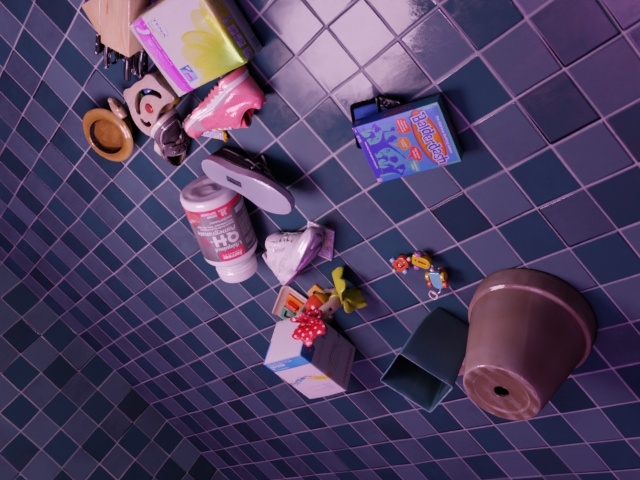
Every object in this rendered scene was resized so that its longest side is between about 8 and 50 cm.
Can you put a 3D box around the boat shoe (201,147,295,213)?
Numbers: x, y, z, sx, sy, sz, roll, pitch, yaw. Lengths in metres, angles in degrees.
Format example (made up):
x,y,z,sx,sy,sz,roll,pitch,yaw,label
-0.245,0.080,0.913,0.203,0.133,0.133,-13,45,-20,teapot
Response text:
x,y,z,sx,sy,sz,roll,pitch,yaw,label
-0.184,-0.175,1.906,0.307,0.105,0.113,24,143,26,boat shoe

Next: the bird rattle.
x,y,z,sx,sy,sz,roll,pitch,yaw,label
0.007,0.210,2.037,0.143,0.253,0.207,49,163,-12,bird rattle

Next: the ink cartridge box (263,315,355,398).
x,y,z,sx,sy,sz,roll,pitch,yaw,label
-0.030,0.376,2.206,0.168,0.171,0.233,-22,127,38,ink cartridge box

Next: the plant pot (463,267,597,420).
x,y,z,sx,sy,sz,roll,pitch,yaw,label
0.491,0.276,1.692,0.323,0.280,0.323,20,136,21,plant pot

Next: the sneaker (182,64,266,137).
x,y,z,sx,sy,sz,roll,pitch,yaw,label
-0.256,-0.332,1.802,0.136,0.116,0.314,45,140,-12,sneaker

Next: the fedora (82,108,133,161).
x,y,z,sx,sy,sz,roll,pitch,yaw,label
-0.644,-0.338,2.115,0.195,0.079,0.194,16,131,19,fedora

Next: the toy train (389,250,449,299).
x,y,z,sx,sy,sz,roll,pitch,yaw,label
0.276,0.080,1.850,0.166,0.046,0.125,40,142,3,toy train

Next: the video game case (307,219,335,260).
x,y,z,sx,sy,sz,roll,pitch,yaw,label
0.000,0.000,2.006,0.087,0.011,0.122,23,138,18,video game case

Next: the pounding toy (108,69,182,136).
x,y,z,sx,sy,sz,roll,pitch,yaw,label
-0.489,-0.367,1.910,0.270,0.155,0.154,-16,112,45,pounding toy

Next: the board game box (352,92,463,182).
x,y,z,sx,sy,sz,roll,pitch,yaw,label
0.201,-0.230,1.564,0.210,0.047,0.160,-14,122,27,board game box

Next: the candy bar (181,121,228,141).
x,y,z,sx,sy,sz,roll,pitch,yaw,label
-0.330,-0.312,1.951,0.162,0.018,0.040,15,136,26,candy bar

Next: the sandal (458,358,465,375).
x,y,z,sx,sy,sz,roll,pitch,yaw,label
0.350,0.404,2.074,0.240,0.079,0.088,-9,122,42,sandal

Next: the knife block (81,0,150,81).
x,y,z,sx,sy,sz,roll,pitch,yaw,label
-0.502,-0.549,1.801,0.276,0.088,0.242,-7,124,40,knife block

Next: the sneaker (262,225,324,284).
x,y,z,sx,sy,sz,roll,pitch,yaw,label
-0.095,0.027,2.011,0.152,0.114,0.305,46,145,4,sneaker

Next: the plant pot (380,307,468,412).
x,y,z,sx,sy,sz,roll,pitch,yaw,label
0.311,0.315,1.897,0.166,0.234,0.165,32,141,9,plant pot

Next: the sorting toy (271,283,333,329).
x,y,z,sx,sy,sz,roll,pitch,yaw,label
-0.068,0.253,2.271,0.196,0.047,0.347,32,140,8,sorting toy

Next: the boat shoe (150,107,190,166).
x,y,z,sx,sy,sz,roll,pitch,yaw,label
-0.416,-0.284,1.926,0.092,0.103,0.285,46,162,0,boat shoe

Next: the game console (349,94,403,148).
x,y,z,sx,sy,sz,roll,pitch,yaw,label
0.138,-0.269,1.594,0.107,0.071,0.122,24,141,39,game console

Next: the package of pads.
x,y,z,sx,sy,sz,roll,pitch,yaw,label
-0.312,-0.510,1.685,0.297,0.101,0.229,-12,121,42,package of pads

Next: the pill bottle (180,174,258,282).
x,y,z,sx,sy,sz,roll,pitch,yaw,label
-0.293,-0.031,2.068,0.177,0.176,0.318,9,132,31,pill bottle
